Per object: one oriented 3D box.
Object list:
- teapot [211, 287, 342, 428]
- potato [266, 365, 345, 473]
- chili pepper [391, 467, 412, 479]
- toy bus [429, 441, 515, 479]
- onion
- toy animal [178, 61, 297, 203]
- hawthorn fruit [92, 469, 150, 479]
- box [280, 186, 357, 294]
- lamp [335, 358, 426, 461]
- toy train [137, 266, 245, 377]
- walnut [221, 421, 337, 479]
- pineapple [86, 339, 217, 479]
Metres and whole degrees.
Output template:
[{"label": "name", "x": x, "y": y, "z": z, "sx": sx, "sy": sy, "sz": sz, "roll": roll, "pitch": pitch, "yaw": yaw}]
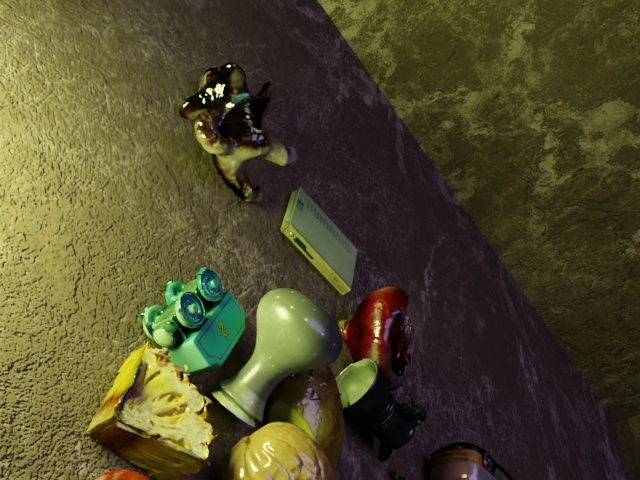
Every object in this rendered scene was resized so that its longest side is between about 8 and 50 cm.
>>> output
[{"label": "teapot", "x": -0.085, "y": 0.222, "z": 1.230, "sx": 0.183, "sy": 0.251, "sz": 0.183, "roll": 38, "pitch": -11, "yaw": 8}, {"label": "potato", "x": -0.027, "y": 0.355, "z": 1.327, "sx": 0.176, "sy": 0.141, "sz": 0.298, "roll": 13, "pitch": 52, "yaw": -42}, {"label": "chili pepper", "x": 0.203, "y": 0.596, "z": 1.610, "sx": 0.091, "sy": 0.034, "sz": 0.030, "roll": 43, "pitch": -1, "yaw": -29}, {"label": "toy bus", "x": 0.443, "y": 0.712, "z": 1.747, "sx": 0.386, "sy": 0.171, "sz": 0.162, "roll": 47, "pitch": 34, "yaw": -24}, {"label": "onion", "x": 0.140, "y": 0.254, "z": 1.693, "sx": 0.272, "sy": 0.195, "sz": 0.272, "roll": 5, "pitch": 90, "yaw": -74}, {"label": "toy animal", "x": -0.218, "y": -0.301, "z": 1.577, "sx": 0.302, "sy": 0.194, "sz": 0.344, "roll": 27, "pitch": 36, "yaw": -55}, {"label": "hawthorn fruit", "x": -0.257, "y": 0.411, "z": 0.859, "sx": 0.202, "sy": 0.185, "sz": 0.185, "roll": 46, "pitch": 30, "yaw": -39}, {"label": "box", "x": 0.000, "y": 0.000, "z": 1.811, "sx": 0.270, "sy": 0.045, "sz": 0.211, "roll": 46, "pitch": 31, "yaw": -25}, {"label": "lamp", "x": 0.150, "y": 0.406, "z": 1.547, "sx": 0.227, "sy": 0.172, "sz": 0.147, "roll": 47, "pitch": 29, "yaw": -20}, {"label": "toy train", "x": -0.230, "y": 0.154, "z": 1.213, "sx": 0.163, "sy": 0.112, "sz": 0.203, "roll": 58, "pitch": 29, "yaw": -16}, {"label": "walnut", "x": -0.068, "y": 0.430, "z": 1.132, "sx": 0.213, "sy": 0.213, "sz": 0.213, "roll": 40, "pitch": 34, "yaw": -34}, {"label": "pineapple", "x": -0.274, "y": 0.281, "z": 1.046, "sx": 0.236, "sy": 0.114, "sz": 0.186, "roll": 57, "pitch": 26, "yaw": 16}]
